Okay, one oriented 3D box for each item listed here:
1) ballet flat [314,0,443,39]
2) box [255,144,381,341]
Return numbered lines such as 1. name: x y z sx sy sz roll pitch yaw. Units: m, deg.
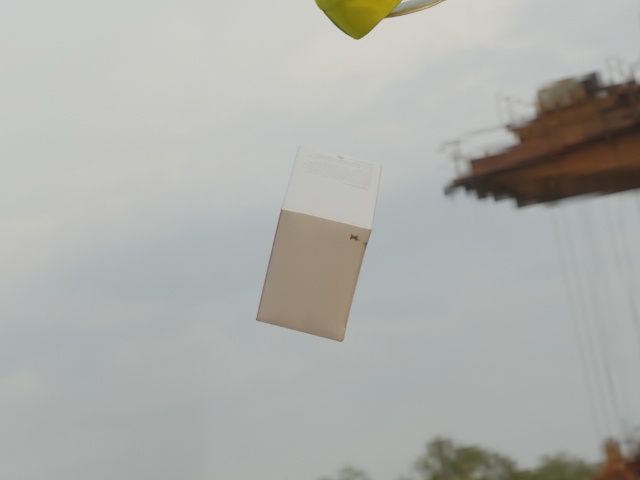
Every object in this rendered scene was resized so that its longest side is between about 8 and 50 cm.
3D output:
1. ballet flat: 0.099 -0.225 1.304 0.231 0.077 0.077 -32 26 -4
2. box: 0.000 0.000 1.763 0.091 0.130 0.170 14 24 0
